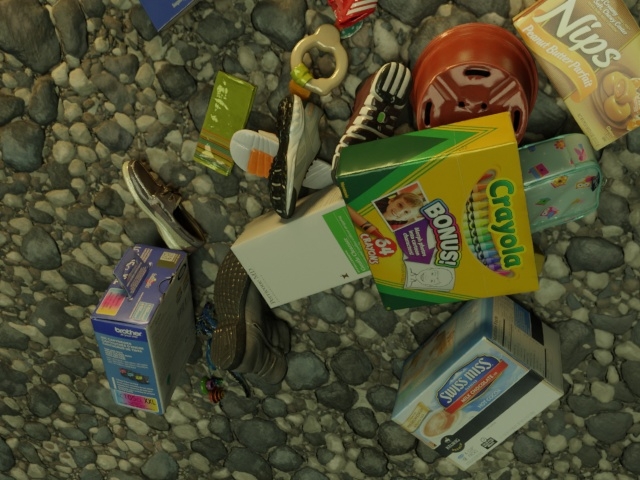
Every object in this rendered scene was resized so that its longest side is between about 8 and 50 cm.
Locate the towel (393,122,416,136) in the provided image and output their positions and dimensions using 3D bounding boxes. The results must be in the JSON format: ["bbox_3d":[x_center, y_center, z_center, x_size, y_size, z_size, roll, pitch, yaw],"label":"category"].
[{"bbox_3d":[0.212,-0.115,1.534,0.187,0.049,0.282,-35,101,23],"label":"towel"}]

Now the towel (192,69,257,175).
[{"bbox_3d":[-0.231,-0.276,1.583,0.102,0.021,0.237,23,117,2],"label":"towel"}]

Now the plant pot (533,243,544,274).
[{"bbox_3d":[0.467,0.044,1.528,0.083,0.081,0.081,4,115,0],"label":"plant pot"}]

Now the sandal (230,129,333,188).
[{"bbox_3d":[-0.089,-0.193,1.564,0.265,0.076,0.102,19,123,-19],"label":"sandal"}]

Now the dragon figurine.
[{"bbox_3d":[-0.259,0.302,1.754,0.143,0.289,0.085,1,143,-16],"label":"dragon figurine"}]

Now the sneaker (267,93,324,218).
[{"bbox_3d":[-0.048,-0.180,1.469,0.107,0.100,0.272,8,93,-29],"label":"sneaker"}]

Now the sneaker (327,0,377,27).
[{"bbox_3d":[0.014,-0.513,1.362,0.221,0.087,0.128,10,95,10],"label":"sneaker"}]

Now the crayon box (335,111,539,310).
[{"bbox_3d":[0.232,-0.037,1.263,0.312,0.106,0.363,-9,130,17],"label":"crayon box"}]

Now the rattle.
[{"bbox_3d":[0.012,-0.406,1.464,0.130,0.143,0.200,20,81,11],"label":"rattle"}]

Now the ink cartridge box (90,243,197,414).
[{"bbox_3d":[-0.432,0.200,1.664,0.151,0.270,0.396,10,131,6],"label":"ink cartridge box"}]

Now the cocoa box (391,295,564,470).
[{"bbox_3d":[0.368,0.323,1.580,0.227,0.231,0.347,35,122,-5],"label":"cocoa box"}]

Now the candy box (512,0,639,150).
[{"bbox_3d":[0.545,-0.361,1.317,0.182,0.087,0.316,-33,102,24],"label":"candy box"}]

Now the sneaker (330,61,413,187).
[{"bbox_3d":[0.098,-0.246,1.431,0.106,0.162,0.282,26,98,-18],"label":"sneaker"}]

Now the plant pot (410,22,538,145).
[{"bbox_3d":[0.301,-0.277,1.316,0.272,0.265,0.273,5,114,11],"label":"plant pot"}]

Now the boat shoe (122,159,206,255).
[{"bbox_3d":[-0.387,-0.088,1.667,0.092,0.103,0.285,-24,110,17],"label":"boat shoe"}]

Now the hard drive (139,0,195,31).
[{"bbox_3d":[-0.376,-0.625,1.394,0.210,0.040,0.319,-9,115,53],"label":"hard drive"}]

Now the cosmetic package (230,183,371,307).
[{"bbox_3d":[0.000,0.000,1.551,0.365,0.155,0.197,-23,110,30],"label":"cosmetic package"}]

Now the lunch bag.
[{"bbox_3d":[0.448,-0.098,1.390,0.279,0.108,0.224,-17,145,11],"label":"lunch bag"}]

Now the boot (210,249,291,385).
[{"bbox_3d":[-0.165,0.191,1.711,0.118,0.339,0.222,-5,159,38],"label":"boot"}]

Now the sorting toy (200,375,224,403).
[{"bbox_3d":[-0.302,0.422,1.896,0.042,0.061,0.102,-9,134,17],"label":"sorting toy"}]
